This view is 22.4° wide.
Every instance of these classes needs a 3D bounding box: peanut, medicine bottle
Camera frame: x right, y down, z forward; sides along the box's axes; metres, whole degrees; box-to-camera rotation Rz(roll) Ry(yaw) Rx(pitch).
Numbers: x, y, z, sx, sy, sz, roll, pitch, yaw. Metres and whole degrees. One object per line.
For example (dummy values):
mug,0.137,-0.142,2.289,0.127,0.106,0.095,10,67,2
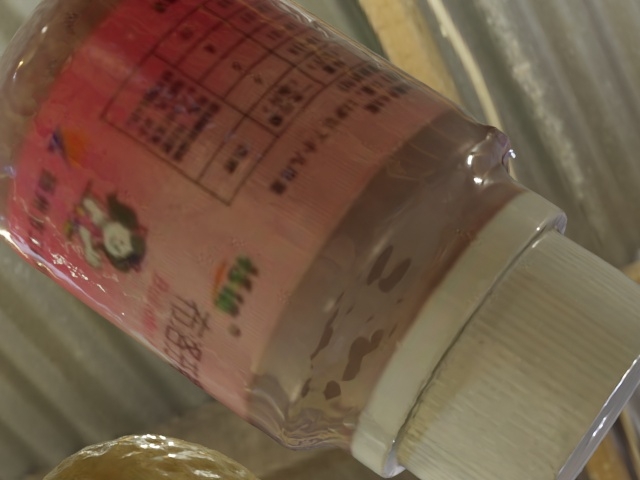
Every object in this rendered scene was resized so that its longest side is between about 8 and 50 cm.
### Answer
peanut,-0.095,0.170,0.913,0.159,0.140,0.109,-1,-82,-36
medicine bottle,0.000,0.000,0.595,0.247,0.147,0.147,35,-50,16
